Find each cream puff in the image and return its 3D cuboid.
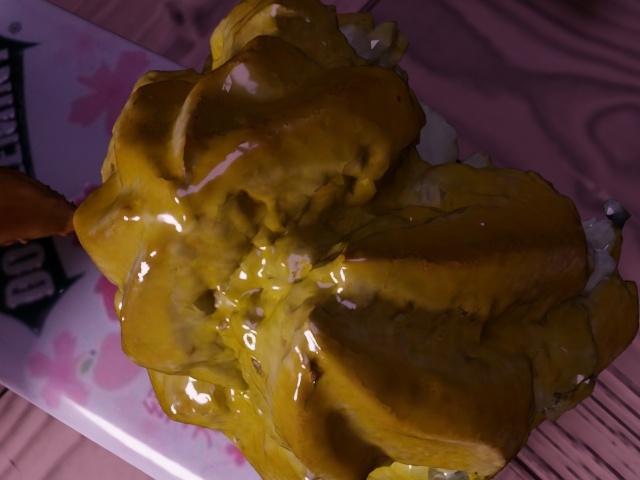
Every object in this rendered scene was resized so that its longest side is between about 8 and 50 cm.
[{"bbox_3d":[-0.004,0.004,0.500,0.221,0.195,0.194,41,87,24],"label":"cream puff"}]

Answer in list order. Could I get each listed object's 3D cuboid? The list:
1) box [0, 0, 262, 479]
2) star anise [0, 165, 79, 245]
[{"bbox_3d":[-0.094,0.003,0.669,0.370,0.112,0.190,26,83,21],"label":"box"},{"bbox_3d":[-0.229,-0.051,0.594,0.237,0.148,0.346,-9,66,-14],"label":"star anise"}]
